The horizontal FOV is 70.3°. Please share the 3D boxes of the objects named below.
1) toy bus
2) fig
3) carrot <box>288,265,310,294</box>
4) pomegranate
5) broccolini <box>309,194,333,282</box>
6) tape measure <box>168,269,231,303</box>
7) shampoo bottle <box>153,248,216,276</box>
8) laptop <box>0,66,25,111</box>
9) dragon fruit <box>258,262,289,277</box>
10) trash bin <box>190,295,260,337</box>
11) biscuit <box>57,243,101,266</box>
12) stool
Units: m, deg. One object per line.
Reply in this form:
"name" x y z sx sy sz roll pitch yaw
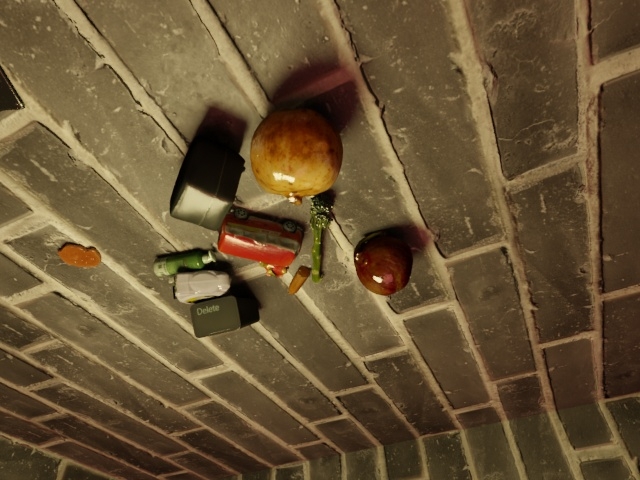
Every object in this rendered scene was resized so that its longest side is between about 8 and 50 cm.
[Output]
"toy bus" -0.182 -0.001 1.389 0.264 0.120 0.121 15 134 -16
"fig" 0.193 0.071 1.445 0.205 0.205 0.205 -1 135 -1
"carrot" -0.083 0.151 1.600 0.048 0.048 0.139 15 134 -17
"pomegranate" -0.060 -0.203 1.110 0.248 0.248 0.248 -1 135 -1
"broccolini" 0.004 0.004 1.461 0.073 0.079 0.392 -9 143 -9
"tape measure" -0.404 0.150 1.527 0.195 0.105 0.178 -2 161 -28
"shampoo bottle" -0.442 0.071 1.492 0.204 0.065 0.065 -11 135 8
"laptop" -0.793 -0.380 1.052 0.129 0.016 0.180 -6 134 2
"dragon fruit" -0.154 0.077 1.493 0.116 0.086 0.081 19 127 -34
"trash bin" -0.321 0.258 1.585 0.165 0.115 0.225 -14 172 10
"biscuit" -0.786 0.050 1.484 0.130 0.019 0.102 7 135 -10
"stool" -0.293 -0.148 1.171 0.141 0.232 0.232 19 132 -23
